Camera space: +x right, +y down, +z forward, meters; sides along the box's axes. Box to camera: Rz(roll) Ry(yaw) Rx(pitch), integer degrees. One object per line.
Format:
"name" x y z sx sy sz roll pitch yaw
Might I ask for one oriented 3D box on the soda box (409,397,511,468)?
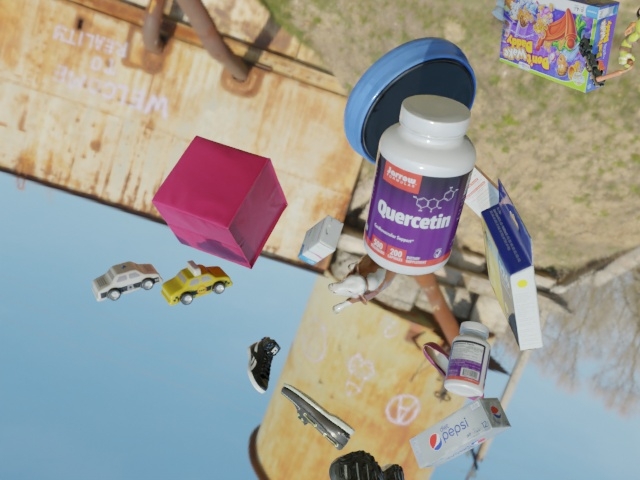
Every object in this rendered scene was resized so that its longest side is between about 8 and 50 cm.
"soda box" 0.391 0.548 1.741 0.098 0.286 0.091 11 -134 -40

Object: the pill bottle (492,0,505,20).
"pill bottle" 0.591 -0.750 1.909 0.067 0.120 0.067 35 -172 -6

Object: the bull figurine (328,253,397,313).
"bull figurine" 0.116 0.095 1.579 0.310 0.101 0.188 -31 180 -44

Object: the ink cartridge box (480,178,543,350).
"ink cartridge box" 0.452 0.053 1.481 0.072 0.307 0.303 -14 -151 9

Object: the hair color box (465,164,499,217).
"hair color box" 0.449 -0.147 1.766 0.167 0.093 0.053 42 -156 -10

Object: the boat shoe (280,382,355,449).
"boat shoe" -0.020 0.462 1.620 0.228 0.068 0.081 32 173 17

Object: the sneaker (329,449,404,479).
"sneaker" 0.080 0.482 1.203 0.108 0.100 0.271 -19 146 20

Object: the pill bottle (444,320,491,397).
"pill bottle" 0.415 0.329 1.710 0.108 0.193 0.108 15 154 7

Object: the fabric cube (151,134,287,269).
"fabric cube" -0.284 -0.110 1.807 0.258 0.254 0.259 18 155 19

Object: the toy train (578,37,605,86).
"toy train" 0.676 -0.441 1.533 0.027 0.158 0.036 -2 151 -7

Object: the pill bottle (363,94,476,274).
"pill bottle" 0.190 -0.104 1.177 0.182 0.322 0.181 4 -144 -3

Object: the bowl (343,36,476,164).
"bowl" 0.252 -0.360 1.679 0.391 0.391 0.077 10 -141 -42

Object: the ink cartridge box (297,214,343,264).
"ink cartridge box" 0.000 0.000 1.579 0.052 0.088 0.122 28 149 -16

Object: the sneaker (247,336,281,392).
"sneaker" -0.192 0.421 2.159 0.079 0.121 0.217 42 -163 -36

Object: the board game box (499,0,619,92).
"board game box" 0.676 -0.597 1.776 0.078 0.233 0.347 -21 -142 -20

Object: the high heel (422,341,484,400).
"high heel" 0.429 0.425 1.995 0.244 0.082 0.117 53 -164 30

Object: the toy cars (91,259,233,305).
"toy cars" -0.444 0.100 1.698 0.394 0.087 0.176 2 -154 10

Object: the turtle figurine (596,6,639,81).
"turtle figurine" 0.686 -0.448 1.252 0.217 0.269 0.087 -31 -104 -33
